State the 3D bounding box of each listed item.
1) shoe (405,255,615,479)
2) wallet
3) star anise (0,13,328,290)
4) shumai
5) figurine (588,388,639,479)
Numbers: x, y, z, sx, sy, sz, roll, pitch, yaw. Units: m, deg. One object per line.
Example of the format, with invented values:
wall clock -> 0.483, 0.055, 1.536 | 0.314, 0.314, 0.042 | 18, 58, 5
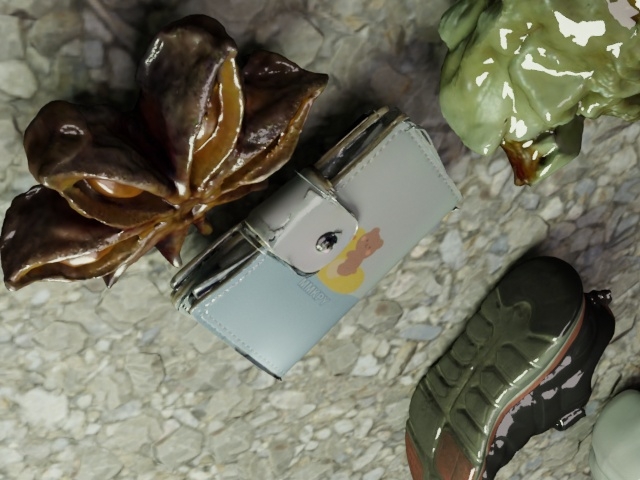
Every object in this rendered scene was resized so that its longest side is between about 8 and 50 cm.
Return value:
shoe -> 0.189, 0.147, 1.067 | 0.137, 0.114, 0.291 | 12, 117, -41
wallet -> 0.000, 0.000, 0.861 | 0.231, 0.069, 0.170 | -43, 144, 2
star anise -> -0.116, -0.060, 0.728 | 0.220, 0.099, 0.214 | -10, 138, -48
shumai -> 0.177, -0.164, 0.777 | 0.218, 0.189, 0.255 | -39, 153, 31
figurine -> 0.418, 0.230, 1.239 | 0.236, 0.133, 0.176 | -20, 131, -17
